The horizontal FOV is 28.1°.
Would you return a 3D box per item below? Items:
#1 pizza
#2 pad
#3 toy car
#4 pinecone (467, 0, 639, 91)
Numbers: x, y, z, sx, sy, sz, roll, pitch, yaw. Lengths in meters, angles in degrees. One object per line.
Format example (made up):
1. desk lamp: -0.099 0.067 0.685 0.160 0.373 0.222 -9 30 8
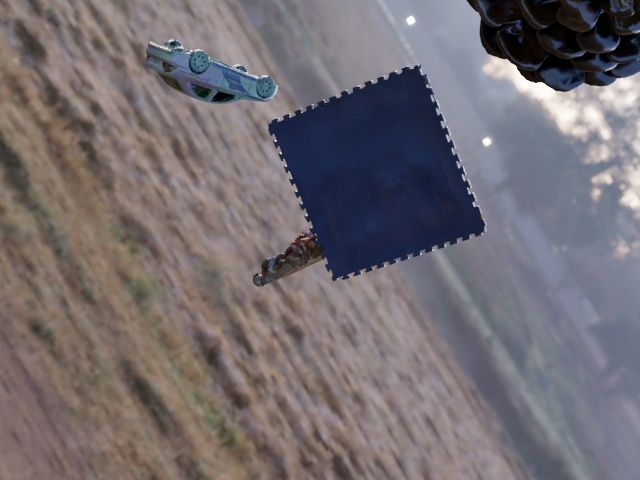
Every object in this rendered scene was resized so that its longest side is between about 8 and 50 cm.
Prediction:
1. pizza: 0.000 0.000 2.014 0.201 0.193 0.053 -23 85 -49
2. pad: 0.079 -0.093 1.863 0.012 0.270 0.269 -36 106 -62
3. toy car: -0.172 -0.255 2.011 0.224 0.076 0.090 16 7 -42
4. pinecone: 0.285 -0.290 1.401 0.244 0.244 0.309 60 -12 3
